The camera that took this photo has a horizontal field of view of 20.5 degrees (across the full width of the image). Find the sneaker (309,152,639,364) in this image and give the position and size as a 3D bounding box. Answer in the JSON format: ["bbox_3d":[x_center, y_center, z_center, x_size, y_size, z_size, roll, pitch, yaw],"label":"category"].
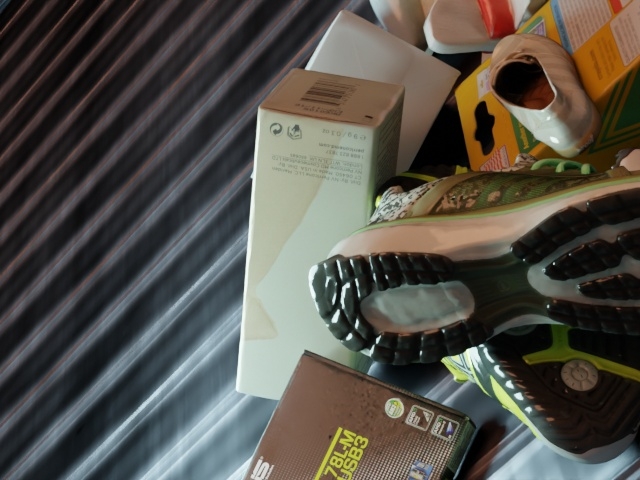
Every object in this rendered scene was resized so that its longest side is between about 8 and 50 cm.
[{"bbox_3d":[0.194,-0.025,1.468,0.410,0.158,0.182,-8,40,22],"label":"sneaker"}]

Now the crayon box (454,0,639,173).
[{"bbox_3d":[0.279,-0.178,1.732,0.323,0.083,0.203,-43,30,27],"label":"crayon box"}]

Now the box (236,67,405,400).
[{"bbox_3d":[0.000,0.000,1.775,0.148,0.121,0.311,-57,-25,-66],"label":"box"}]

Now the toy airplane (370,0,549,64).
[{"bbox_3d":[0.140,-0.358,1.939,0.384,0.272,0.386,-101,24,-75],"label":"toy airplane"}]

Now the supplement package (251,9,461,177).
[{"bbox_3d":[0.033,-0.123,1.945,0.194,0.149,0.203,-61,2,-4],"label":"supplement package"}]

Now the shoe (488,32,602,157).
[{"bbox_3d":[0.203,-0.152,1.675,0.076,0.058,0.219,-51,28,14],"label":"shoe"}]

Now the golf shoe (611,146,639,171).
[{"bbox_3d":[0.312,-0.015,1.525,0.094,0.077,0.198,-33,43,24],"label":"golf shoe"}]

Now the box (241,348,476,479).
[{"bbox_3d":[0.026,0.222,1.673,0.184,0.045,0.190,22,78,22],"label":"box"}]

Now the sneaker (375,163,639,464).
[{"bbox_3d":[0.176,0.079,1.611,0.145,0.147,0.384,-16,39,-15],"label":"sneaker"}]
